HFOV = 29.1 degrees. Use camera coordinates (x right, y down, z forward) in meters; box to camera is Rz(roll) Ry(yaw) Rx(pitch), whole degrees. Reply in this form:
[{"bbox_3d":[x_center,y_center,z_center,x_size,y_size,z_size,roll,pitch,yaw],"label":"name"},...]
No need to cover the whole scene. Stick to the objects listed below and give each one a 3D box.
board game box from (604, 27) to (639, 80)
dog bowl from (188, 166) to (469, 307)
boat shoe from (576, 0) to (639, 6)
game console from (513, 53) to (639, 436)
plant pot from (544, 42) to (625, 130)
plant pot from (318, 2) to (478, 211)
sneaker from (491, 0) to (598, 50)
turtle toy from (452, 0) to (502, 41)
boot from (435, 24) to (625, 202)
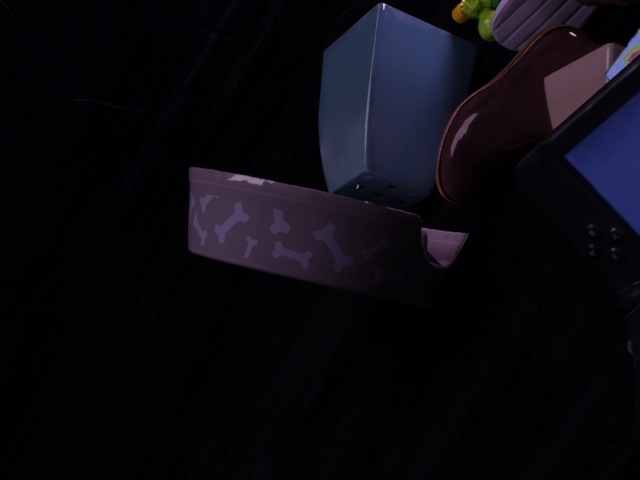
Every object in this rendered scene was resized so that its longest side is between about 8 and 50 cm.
[{"bbox_3d":[0.361,-0.206,1.080,0.211,0.160,0.039,-54,55,22],"label":"board game box"},{"bbox_3d":[0.000,0.000,1.481,0.349,0.348,0.102,-168,91,-70],"label":"dog bowl"},{"bbox_3d":[0.345,-0.366,1.293,0.116,0.123,0.324,-14,35,50],"label":"boat shoe"},{"bbox_3d":[0.299,-0.014,0.979,0.293,0.250,0.173,-44,0,42],"label":"game console"},{"bbox_3d":[0.293,-0.120,1.222,0.109,0.109,0.096,-26,53,60],"label":"plant pot"},{"bbox_3d":[0.097,-0.166,1.700,0.165,0.165,0.234,-32,44,56],"label":"plant pot"},{"bbox_3d":[0.312,-0.325,1.472,0.258,0.094,0.091,-36,22,35],"label":"sneaker"},{"bbox_3d":[0.232,-0.328,1.688,0.095,0.066,0.130,-41,30,47],"label":"turtle toy"},{"bbox_3d":[0.232,-0.134,1.402,0.248,0.090,0.207,-57,18,6],"label":"boot"}]
